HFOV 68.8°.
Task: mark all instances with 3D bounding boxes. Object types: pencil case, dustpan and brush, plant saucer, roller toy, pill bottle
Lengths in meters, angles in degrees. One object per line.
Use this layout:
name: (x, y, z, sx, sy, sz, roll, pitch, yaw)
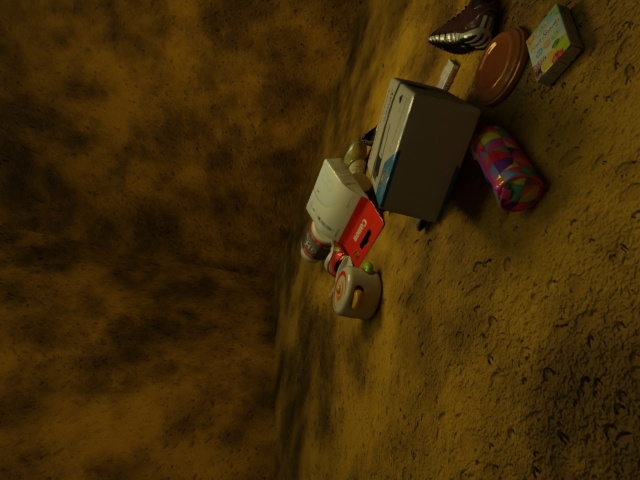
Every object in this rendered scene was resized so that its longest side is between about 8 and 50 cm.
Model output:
pencil case: (0.398, -0.163, 1.027, 0.236, 0.104, 0.104, -95, 22, -51)
dustpan and brush: (0.090, 0.187, 2.095, 0.147, 0.060, 0.211, -102, 22, -45)
plant saucer: (0.454, -0.447, 1.200, 0.200, 0.037, 0.200, -168, 90, -77)
roller toy: (0.128, 0.196, 1.741, 0.191, 0.146, 0.209, 116, 161, -48)
pill bottle: (0.137, -0.190, 2.105, 0.246, 0.136, 0.136, 120, 158, -53)
pill bottle: (0.000, 0.000, 2.426, 0.318, 0.176, 0.176, 125, 155, -60)

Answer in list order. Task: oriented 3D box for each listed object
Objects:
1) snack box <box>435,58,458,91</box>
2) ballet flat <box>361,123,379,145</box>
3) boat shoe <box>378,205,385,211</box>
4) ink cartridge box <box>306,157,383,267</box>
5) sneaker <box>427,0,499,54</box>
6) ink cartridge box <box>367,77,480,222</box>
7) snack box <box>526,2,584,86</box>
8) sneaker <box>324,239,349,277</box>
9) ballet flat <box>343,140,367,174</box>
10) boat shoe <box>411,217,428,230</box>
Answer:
snack box: (0.396, -0.498, 1.535, 0.064, 0.022, 0.178, -95, 22, -52)
ballet flat: (0.241, -0.478, 2.111, 0.250, 0.058, 0.084, -178, 100, -77)
boat shoe: (0.260, -0.162, 1.690, 0.223, 0.080, 0.073, 125, 149, -72)
ink cartridge box: (0.089, -0.109, 1.983, 0.385, 0.091, 0.308, 61, 146, 30)
sneaker: (0.434, -0.647, 1.377, 0.163, 0.106, 0.281, -69, 25, 12)
ink cartridge box: (0.251, -0.262, 1.261, 0.395, 0.166, 0.286, -88, 11, -66)
snack box: (0.493, -0.414, 0.993, 0.100, 0.037, 0.141, 123, 156, -55)
sneaker: (0.109, 0.046, 2.153, 0.118, 0.107, 0.279, 45, 126, 54)
ballet flat: (0.154, -0.315, 2.253, 0.349, 0.123, 0.123, 116, 162, -44)
boat shoe: (0.326, -0.087, 1.374, 0.190, 0.068, 0.072, 109, 155, -63)
